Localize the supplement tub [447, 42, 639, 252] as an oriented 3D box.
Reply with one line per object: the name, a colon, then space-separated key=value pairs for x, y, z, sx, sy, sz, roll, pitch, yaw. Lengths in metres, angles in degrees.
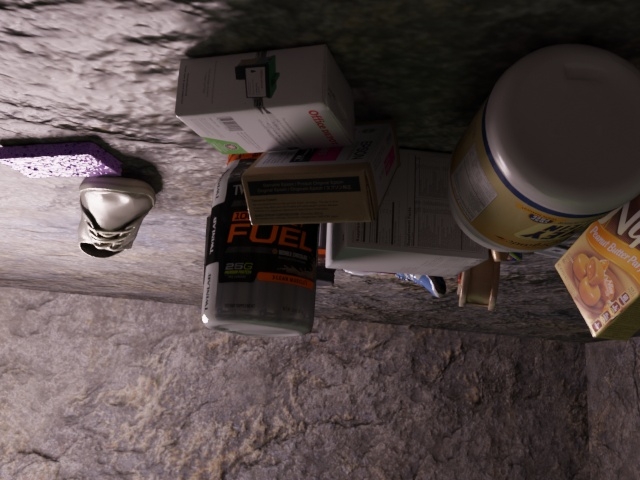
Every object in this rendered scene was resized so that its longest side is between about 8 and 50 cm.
supplement tub: x=0.312 y=-0.110 z=1.018 sx=0.229 sy=0.228 sz=0.316 roll=3 pitch=166 yaw=-2

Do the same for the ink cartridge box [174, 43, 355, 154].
ink cartridge box: x=-0.072 y=-0.197 z=1.027 sx=0.220 sy=0.092 sz=0.160 roll=-2 pitch=166 yaw=16

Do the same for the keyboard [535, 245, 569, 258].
keyboard: x=0.642 y=0.028 z=1.956 sx=0.256 sy=0.014 sz=0.072 roll=11 pitch=159 yaw=-29

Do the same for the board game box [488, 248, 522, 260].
board game box: x=0.313 y=-0.018 z=1.695 sx=0.234 sy=0.078 sz=0.347 roll=-6 pitch=163 yaw=32

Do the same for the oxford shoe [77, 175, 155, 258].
oxford shoe: x=-0.481 y=-0.048 z=1.644 sx=0.169 sy=0.129 sz=0.449 roll=10 pitch=163 yaw=-20

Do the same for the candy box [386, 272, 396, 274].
candy box: x=0.052 y=0.031 z=1.721 sx=0.159 sy=0.071 sz=0.234 roll=13 pitch=173 yaw=-41

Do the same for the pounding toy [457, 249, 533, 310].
pounding toy: x=0.389 y=0.087 z=1.590 sx=0.155 sy=0.154 sz=0.269 roll=7 pitch=167 yaw=9

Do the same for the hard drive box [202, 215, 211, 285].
hard drive box: x=-0.226 y=0.051 z=1.876 sx=0.089 sy=0.180 sz=0.232 roll=-1 pitch=166 yaw=11

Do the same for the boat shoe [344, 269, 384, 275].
boat shoe: x=0.183 y=0.060 z=2.001 sx=0.258 sy=0.095 sz=0.084 roll=-2 pitch=161 yaw=24

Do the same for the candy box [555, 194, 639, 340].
candy box: x=0.574 y=0.012 z=1.268 sx=0.088 sy=0.182 sz=0.316 roll=8 pitch=133 yaw=-24

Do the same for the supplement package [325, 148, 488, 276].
supplement package: x=0.158 y=-0.050 z=1.353 sx=0.263 sy=0.197 sz=0.199 roll=5 pitch=167 yaw=-9

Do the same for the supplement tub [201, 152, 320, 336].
supplement tub: x=-0.105 y=0.003 z=1.328 sx=0.207 sy=0.337 sz=0.207 roll=3 pitch=166 yaw=1

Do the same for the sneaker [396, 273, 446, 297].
sneaker: x=0.246 y=0.081 z=1.857 sx=0.081 sy=0.211 sz=0.080 roll=-49 pitch=143 yaw=10

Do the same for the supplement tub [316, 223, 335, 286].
supplement tub: x=0.000 y=0.000 z=1.585 sx=0.106 sy=0.197 sz=0.106 roll=2 pitch=167 yaw=1

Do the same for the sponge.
sponge: x=-0.514 y=-0.157 z=1.405 sx=0.210 sy=0.031 sz=0.117 roll=0 pitch=166 yaw=13

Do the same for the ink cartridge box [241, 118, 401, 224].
ink cartridge box: x=0.010 y=-0.111 z=1.116 sx=0.194 sy=0.088 sz=0.234 roll=-3 pitch=-154 yaw=17
